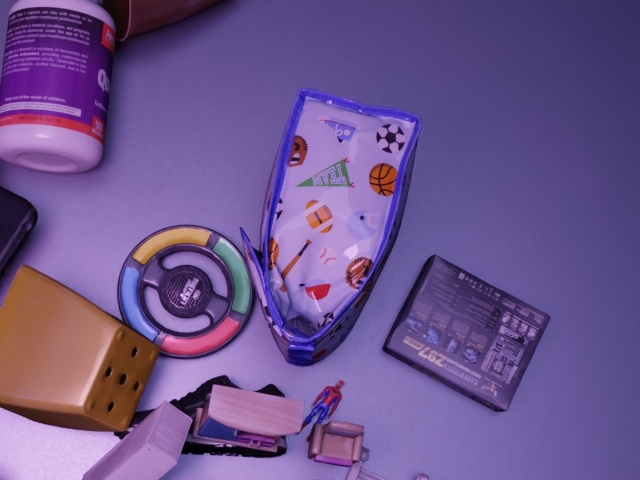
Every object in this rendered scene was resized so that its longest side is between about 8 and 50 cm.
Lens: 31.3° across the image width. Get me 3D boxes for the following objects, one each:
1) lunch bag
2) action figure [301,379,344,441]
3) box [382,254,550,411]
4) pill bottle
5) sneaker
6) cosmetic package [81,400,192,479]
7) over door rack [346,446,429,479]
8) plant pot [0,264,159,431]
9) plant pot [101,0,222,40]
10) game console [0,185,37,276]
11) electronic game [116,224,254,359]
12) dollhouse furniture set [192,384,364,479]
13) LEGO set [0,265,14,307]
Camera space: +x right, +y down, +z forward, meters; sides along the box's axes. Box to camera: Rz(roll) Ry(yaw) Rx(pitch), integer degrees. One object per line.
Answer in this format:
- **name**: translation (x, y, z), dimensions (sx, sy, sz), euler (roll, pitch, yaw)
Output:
- **lunch bag**: translation (0.000, 0.000, 1.813), dimensions (0.239, 0.328, 0.385), euler (13, 78, 2)
- **action figure**: translation (0.004, 0.281, 1.905), dimensions (0.038, 0.030, 0.115), euler (34, 75, 8)
- **box**: translation (0.247, 0.158, 1.938), dimensions (0.233, 0.059, 0.183), euler (27, 76, 0)
- **pill bottle**: translation (-0.440, -0.285, 1.908), dimensions (0.181, 0.181, 0.323), euler (5, 78, -4)
- **sneaker**: translation (-0.194, 0.281, 1.860), dimensions (0.283, 0.107, 0.124), euler (6, 67, -11)
- **cosmetic package**: translation (-0.295, 0.353, 1.751), dimensions (0.060, 0.239, 0.099), euler (39, 33, -14)
- **over door rack**: translation (0.110, 0.524, 1.821), dimensions (0.239, 0.108, 0.324), euler (24, 77, 1)
- **plant pot**: translation (-0.378, 0.189, 1.764), dimensions (0.187, 0.212, 0.212), euler (16, 75, 24)
- **plant pot**: translation (-0.255, -0.470, 1.970), dimensions (0.230, 0.215, 0.215), euler (-14, 79, -23)
- **game console**: translation (-0.685, 0.039, 1.824), dimensions (0.342, 0.060, 0.386), euler (24, 74, 20)
- **electronic game**: translation (-0.226, 0.085, 1.915), dimensions (0.229, 0.048, 0.229), euler (1, 77, -5)
- **dollhouse furniture set**: translation (-0.084, 0.398, 1.678), dimensions (0.286, 0.198, 0.303), euler (12, 70, -9)
- **LEGO set**: translation (-0.534, 0.061, 1.868), dimensions (0.227, 0.087, 0.093), euler (22, 69, 17)
